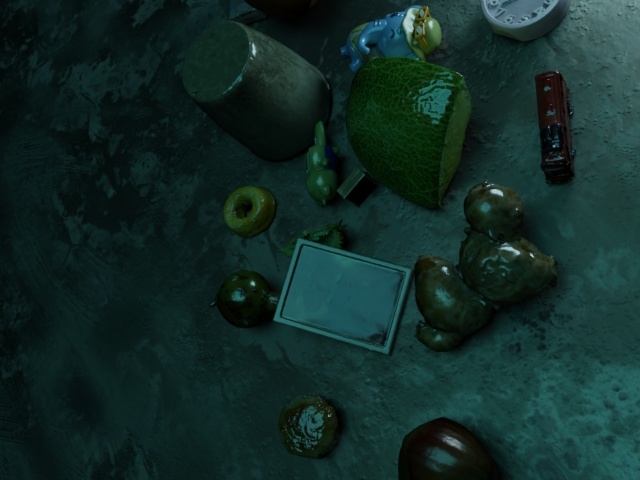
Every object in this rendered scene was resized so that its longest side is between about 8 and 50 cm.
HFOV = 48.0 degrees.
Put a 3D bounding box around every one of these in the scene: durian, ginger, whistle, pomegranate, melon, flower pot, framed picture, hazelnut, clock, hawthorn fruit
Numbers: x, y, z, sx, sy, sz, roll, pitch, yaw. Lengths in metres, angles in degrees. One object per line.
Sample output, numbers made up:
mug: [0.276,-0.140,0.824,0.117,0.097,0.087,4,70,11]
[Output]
durian: [0.000,0.000,1.768,0.215,0.100,0.086,-23,68,30]
ginger: [0.325,0.076,1.516,0.256,0.176,0.375,42,109,13]
whistle: [0.005,-0.193,1.830,0.085,0.105,0.228,1,73,-11]
pomegranate: [-0.161,0.159,1.791,0.220,0.156,0.156,23,88,24]
melon: [0.186,-0.283,1.707,0.343,0.226,0.331,21,129,32]
flower pot: [-0.168,-0.392,1.848,0.293,0.330,0.294,-8,73,27]
framed picture: [0.053,0.130,1.694,0.289,0.020,0.211,16,84,12]
hazelnut: [0.255,0.457,1.453,0.210,0.210,0.186,-39,30,15]
clock: [0.476,-0.569,1.677,0.196,0.068,0.197,-9,71,28]
hawthorn fruit: [-0.088,-0.733,1.937,0.300,0.267,0.268,36,95,28]

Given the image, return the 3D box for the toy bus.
toy bus: [0.504,-0.245,1.551,0.073,0.096,0.235,-9,70,31]

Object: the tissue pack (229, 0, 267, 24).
tissue pack: [-0.213,-0.719,2.128,0.108,0.060,0.148,-10,70,29]

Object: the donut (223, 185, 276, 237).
donut: [-0.195,-0.083,1.935,0.151,0.058,0.152,-9,72,30]

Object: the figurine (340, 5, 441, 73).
figurine: [0.171,-0.482,1.784,0.262,0.154,0.180,-19,28,24]

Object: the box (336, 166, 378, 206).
box: [0.093,-0.132,1.766,0.083,0.079,0.035,-49,57,11]

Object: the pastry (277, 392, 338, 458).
pastry: [-0.027,0.433,1.669,0.153,0.081,0.153,-11,66,26]
